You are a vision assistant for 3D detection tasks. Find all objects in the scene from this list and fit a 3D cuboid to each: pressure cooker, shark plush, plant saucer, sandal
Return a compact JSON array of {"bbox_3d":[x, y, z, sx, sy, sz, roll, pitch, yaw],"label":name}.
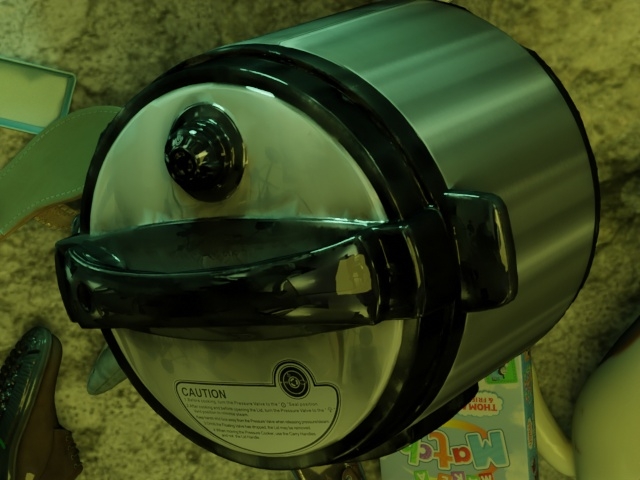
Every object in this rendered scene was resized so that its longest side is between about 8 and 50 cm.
[{"bbox_3d":[-0.002,-0.006,1.619,0.375,0.420,0.370,45,124,14],"label":"pressure cooker"},{"bbox_3d":[-0.161,0.102,1.819,0.161,0.067,0.073,-18,119,34],"label":"shark plush"},{"bbox_3d":[-0.331,-0.148,1.786,0.192,0.018,0.067,12,101,-13],"label":"plant saucer"},{"bbox_3d":[-0.256,-0.045,1.805,0.240,0.088,0.079,-30,151,12],"label":"sandal"}]

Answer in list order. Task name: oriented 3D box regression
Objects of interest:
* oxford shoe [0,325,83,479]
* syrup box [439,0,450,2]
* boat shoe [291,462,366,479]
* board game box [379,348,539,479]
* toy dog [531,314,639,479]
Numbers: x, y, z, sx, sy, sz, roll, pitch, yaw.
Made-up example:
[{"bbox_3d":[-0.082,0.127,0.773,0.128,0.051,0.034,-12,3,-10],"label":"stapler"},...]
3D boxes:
[{"bbox_3d":[-0.279,0.193,1.856,0.096,0.083,0.227,6,104,-30],"label":"oxford shoe"},{"bbox_3d":[0.056,-0.330,1.768,0.096,0.093,0.237,-32,107,-2],"label":"syrup box"},{"bbox_3d":[0.025,0.259,1.919,0.066,0.066,0.183,-34,107,-1],"label":"boat shoe"},{"bbox_3d":[0.132,0.148,1.888,0.160,0.039,0.211,0,106,22],"label":"board game box"},{"bbox_3d":[0.414,0.078,1.865,0.395,0.284,0.408,17,104,24],"label":"toy dog"}]
